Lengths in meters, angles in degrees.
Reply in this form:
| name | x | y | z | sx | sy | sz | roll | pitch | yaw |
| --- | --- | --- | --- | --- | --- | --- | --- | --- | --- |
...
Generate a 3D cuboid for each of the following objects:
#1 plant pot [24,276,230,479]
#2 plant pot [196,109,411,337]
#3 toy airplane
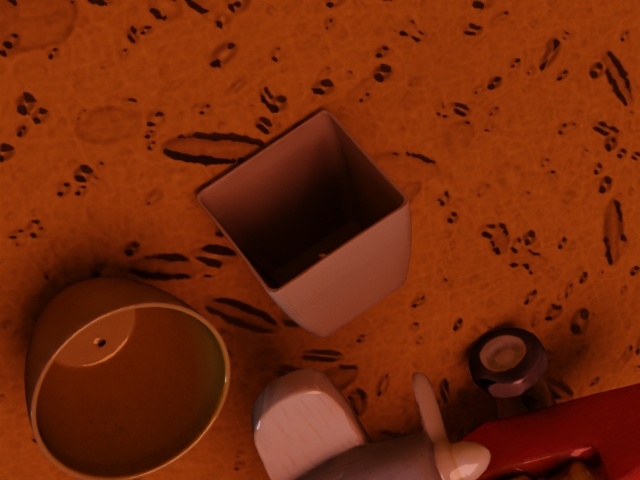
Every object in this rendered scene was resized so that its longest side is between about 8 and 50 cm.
| name | x | y | z | sx | sy | sz | roll | pitch | yaw |
| --- | --- | --- | --- | --- | --- | --- | --- | --- | --- |
| plant pot | -0.139 | 0.076 | 1.186 | 0.134 | 0.095 | 0.134 | -14 | 124 | -22 |
| plant pot | 0.000 | 0.000 | 1.216 | 0.109 | 0.109 | 0.096 | -34 | 140 | -7 |
| toy airplane | 0.083 | 0.267 | 1.306 | 0.386 | 0.272 | 0.384 | 7 | 115 | -32 |
